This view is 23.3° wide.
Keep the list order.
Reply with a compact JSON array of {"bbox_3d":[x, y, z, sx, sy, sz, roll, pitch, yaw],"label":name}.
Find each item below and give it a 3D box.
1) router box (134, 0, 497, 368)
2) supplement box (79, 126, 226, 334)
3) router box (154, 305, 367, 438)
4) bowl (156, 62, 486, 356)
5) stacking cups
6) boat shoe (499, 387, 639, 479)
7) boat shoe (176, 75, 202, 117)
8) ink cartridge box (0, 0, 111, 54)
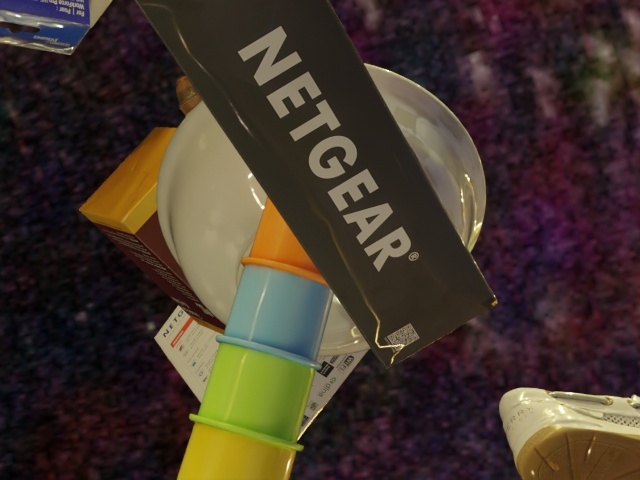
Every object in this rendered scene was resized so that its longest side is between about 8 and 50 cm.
[{"bbox_3d":[-0.028,-0.108,0.871,0.309,0.081,0.243,57,4,-42],"label":"router box"},{"bbox_3d":[-0.127,-0.008,1.653,0.194,0.191,0.129,46,78,-19],"label":"supplement box"},{"bbox_3d":[-0.046,0.084,2.064,0.082,0.301,0.335,34,97,-35],"label":"router box"},{"bbox_3d":[0.000,0.000,1.351,0.298,0.298,0.134,47,23,-27],"label":"bowl"},{"bbox_3d":[-0.024,0.059,1.179,0.096,0.096,0.316,25,80,-40],"label":"stacking cups"},{"bbox_3d":[0.272,0.175,1.336,0.277,0.098,0.096,19,27,-32],"label":"boat shoe"},{"bbox_3d":[-0.086,-0.168,1.698,0.178,0.064,0.060,-19,78,-46],"label":"boat shoe"},{"bbox_3d":[-0.275,-0.340,1.719,0.065,0.165,0.332,82,26,-46],"label":"ink cartridge box"}]
